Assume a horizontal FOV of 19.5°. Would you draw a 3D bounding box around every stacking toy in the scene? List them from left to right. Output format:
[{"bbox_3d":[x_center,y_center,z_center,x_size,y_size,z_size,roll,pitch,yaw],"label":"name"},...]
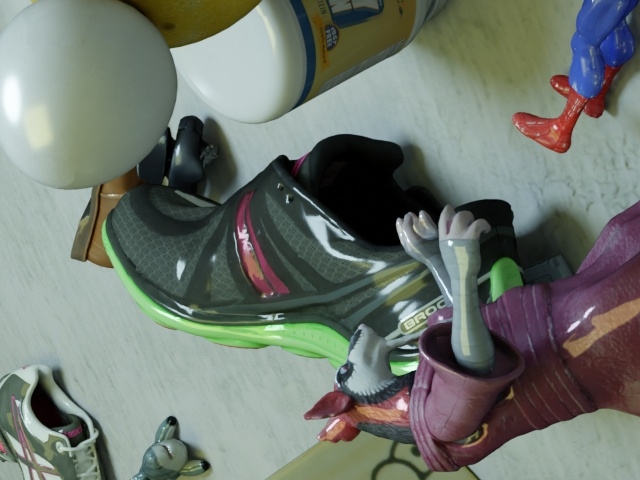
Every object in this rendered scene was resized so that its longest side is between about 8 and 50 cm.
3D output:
[{"bbox_3d":[-0.117,-0.249,1.223,0.350,0.480,0.351,14,154,7],"label":"stacking toy"}]

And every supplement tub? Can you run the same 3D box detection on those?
[{"bbox_3d":[-0.008,-0.189,1.434,0.144,0.199,0.144,30,136,34],"label":"supplement tub"}]

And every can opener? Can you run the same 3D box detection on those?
[{"bbox_3d":[-0.138,-0.052,1.816,0.073,0.059,0.186,17,143,9],"label":"can opener"}]

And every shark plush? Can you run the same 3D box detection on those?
[{"bbox_3d":[-0.195,0.253,2.086,0.073,0.067,0.161,59,144,-1],"label":"shark plush"}]

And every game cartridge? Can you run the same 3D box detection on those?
[{"bbox_3d":[0.183,0.046,1.533,0.083,0.017,0.056,-24,92,54],"label":"game cartridge"}]

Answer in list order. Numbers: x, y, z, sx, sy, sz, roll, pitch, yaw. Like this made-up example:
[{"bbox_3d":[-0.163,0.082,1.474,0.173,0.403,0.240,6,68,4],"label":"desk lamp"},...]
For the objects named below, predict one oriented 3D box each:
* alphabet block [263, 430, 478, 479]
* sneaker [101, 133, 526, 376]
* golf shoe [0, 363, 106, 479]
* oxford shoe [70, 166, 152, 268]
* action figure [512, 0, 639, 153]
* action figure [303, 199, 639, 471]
[{"bbox_3d":[0.035,0.295,1.733,0.192,0.197,0.193,49,143,15],"label":"alphabet block"},{"bbox_3d":[0.000,0.000,1.620,0.482,0.185,0.202,12,106,41],"label":"sneaker"},{"bbox_3d":[-0.304,0.274,2.206,0.273,0.105,0.120,55,137,4],"label":"golf shoe"},{"bbox_3d":[-0.194,-0.055,1.881,0.076,0.076,0.212,19,132,-1],"label":"oxford shoe"},{"bbox_3d":[0.179,-0.201,1.289,0.139,0.091,0.280,36,140,10],"label":"action figure"},{"bbox_3d":[0.168,0.082,1.312,0.370,0.248,0.276,-26,93,13],"label":"action figure"}]
